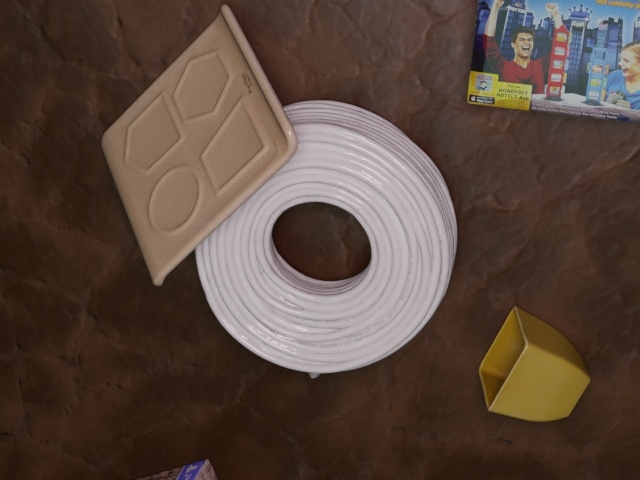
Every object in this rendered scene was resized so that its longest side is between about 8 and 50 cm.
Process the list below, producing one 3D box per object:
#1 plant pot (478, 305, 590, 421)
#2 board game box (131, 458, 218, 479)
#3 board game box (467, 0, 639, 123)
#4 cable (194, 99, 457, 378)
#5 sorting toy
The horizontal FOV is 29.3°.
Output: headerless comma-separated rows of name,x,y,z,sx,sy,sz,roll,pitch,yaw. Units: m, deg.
plant pot,0.212,0.128,1.185,0.083,0.081,0.081,22,112,-9
board game box,-0.247,0.378,1.278,0.291,0.232,0.141,-18,105,16
board game box,0.236,-0.208,1.068,0.194,0.060,0.194,8,110,8
cable,0.000,0.000,1.171,0.257,0.089,0.257,-32,101,20
sorting toy,-0.114,-0.088,1.136,0.038,0.193,0.208,20,124,-45
